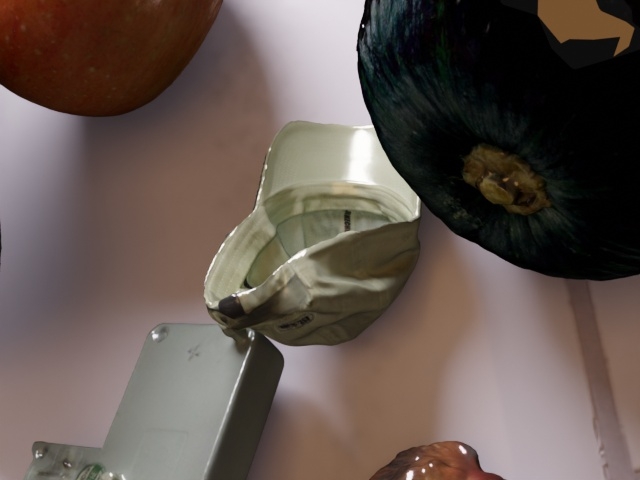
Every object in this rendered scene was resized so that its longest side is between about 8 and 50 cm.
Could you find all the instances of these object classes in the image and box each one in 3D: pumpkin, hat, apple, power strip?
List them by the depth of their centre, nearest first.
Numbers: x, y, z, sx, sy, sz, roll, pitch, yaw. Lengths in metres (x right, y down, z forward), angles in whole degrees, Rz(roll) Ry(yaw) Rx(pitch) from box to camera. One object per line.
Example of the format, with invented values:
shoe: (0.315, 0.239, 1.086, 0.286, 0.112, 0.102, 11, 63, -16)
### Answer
pumpkin: (0.130, -0.081, 0.583, 0.233, 0.233, 0.163, 24, 59, 19)
power strip: (-0.119, 0.147, 0.661, 0.145, 0.061, 0.215, -3, 55, 34)
hat: (0.000, -0.007, 0.682, 0.122, 0.081, 0.166, 2, 56, 5)
apple: (-0.145, -0.175, 0.709, 0.181, 0.181, 0.168, 34, 108, 20)

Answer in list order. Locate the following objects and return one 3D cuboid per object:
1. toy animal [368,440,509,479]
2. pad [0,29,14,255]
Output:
toy animal: (-0.009, 0.221, 0.638, 0.312, 0.097, 0.157, -22, 61, 13)
pad: (-0.280, -0.118, 0.696, 0.315, 0.063, 0.375, -38, 64, 49)
